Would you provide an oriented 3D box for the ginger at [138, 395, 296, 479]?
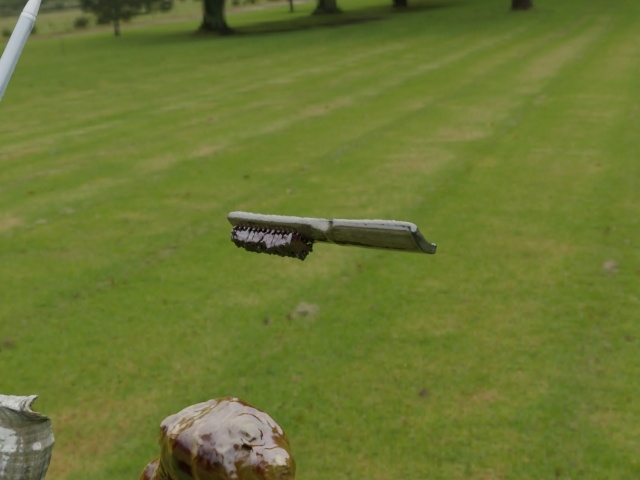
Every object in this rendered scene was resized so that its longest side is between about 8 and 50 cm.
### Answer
[{"bbox_3d":[-0.141,0.377,1.399,0.152,0.357,0.274,-19,62,-43],"label":"ginger"}]

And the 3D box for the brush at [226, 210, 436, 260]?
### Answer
[{"bbox_3d":[0.000,0.000,0.855,0.248,0.036,0.043,6,-18,45],"label":"brush"}]

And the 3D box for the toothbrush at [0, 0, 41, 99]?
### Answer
[{"bbox_3d":[-0.400,-0.277,1.226,0.030,0.342,0.025,21,-14,-22],"label":"toothbrush"}]

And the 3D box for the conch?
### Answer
[{"bbox_3d":[-0.345,0.223,0.897,0.207,0.155,0.130,-40,53,-8],"label":"conch"}]
